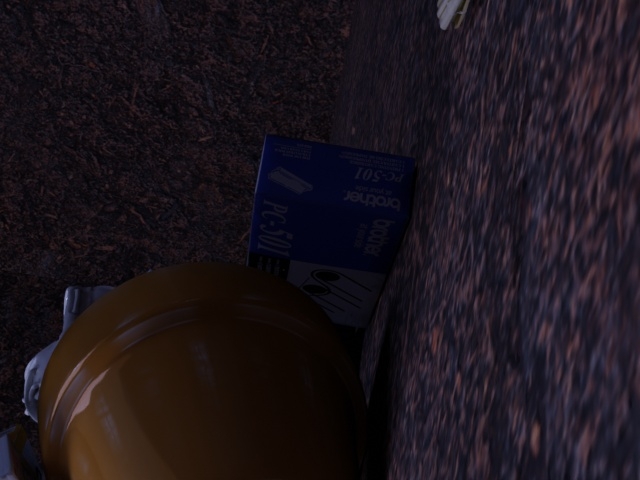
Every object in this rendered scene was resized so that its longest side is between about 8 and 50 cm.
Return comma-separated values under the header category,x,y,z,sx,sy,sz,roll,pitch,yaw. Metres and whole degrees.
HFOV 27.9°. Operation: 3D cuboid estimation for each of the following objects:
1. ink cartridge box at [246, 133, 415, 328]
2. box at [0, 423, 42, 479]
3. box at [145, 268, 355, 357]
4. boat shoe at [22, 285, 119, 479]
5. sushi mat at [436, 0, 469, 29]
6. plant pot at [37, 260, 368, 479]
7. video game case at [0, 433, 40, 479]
category,x,y,z,sx,sy,sz,roll,pitch,yaw
ink cartridge box,0.000,0.000,0.882,0.207,0.097,0.046,103,176,-66
box,-0.215,0.212,0.977,0.081,0.028,0.136,-175,66,-81
box,-0.084,0.207,1.098,0.296,0.182,0.294,112,166,-75
boat shoe,-0.201,0.124,1.050,0.258,0.084,0.095,-87,8,-62
sushi mat,0.087,-0.211,0.515,0.316,0.019,0.152,107,171,-77
plant pot,-0.058,0.143,0.753,0.188,0.205,0.205,-120,37,-63
video game case,-0.160,0.179,0.786,0.122,0.011,0.087,59,170,-13
